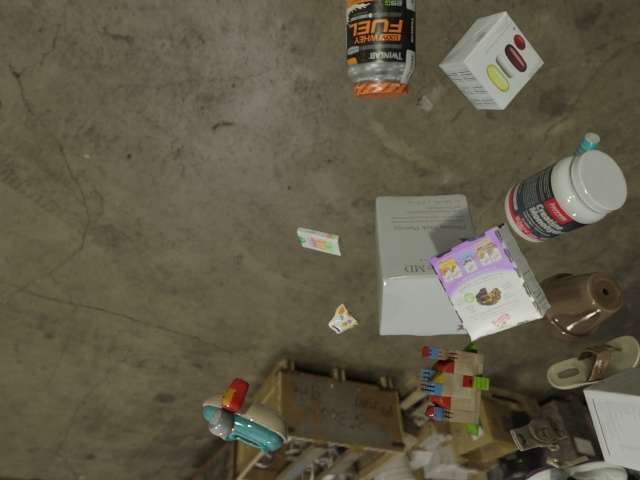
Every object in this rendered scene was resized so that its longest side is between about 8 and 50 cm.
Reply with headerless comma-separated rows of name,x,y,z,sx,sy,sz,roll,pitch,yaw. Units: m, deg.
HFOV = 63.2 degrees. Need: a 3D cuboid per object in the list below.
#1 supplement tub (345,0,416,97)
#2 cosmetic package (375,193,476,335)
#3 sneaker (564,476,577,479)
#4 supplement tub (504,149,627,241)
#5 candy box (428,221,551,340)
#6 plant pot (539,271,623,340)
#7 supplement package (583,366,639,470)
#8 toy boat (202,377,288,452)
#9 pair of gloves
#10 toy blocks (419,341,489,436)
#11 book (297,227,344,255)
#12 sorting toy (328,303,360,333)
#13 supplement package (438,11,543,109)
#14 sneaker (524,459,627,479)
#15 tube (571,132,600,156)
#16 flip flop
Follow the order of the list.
supplement tub,0.165,-0.558,1.427,0.194,0.193,0.315,-3,99,-2
cosmetic package,0.363,0.086,1.837,0.330,0.393,0.327,-2,136,3
sneaker,0.627,0.668,1.251,0.067,0.188,0.078,26,137,-14
supplement tub,0.671,-0.118,1.447,0.191,0.191,0.272,13,158,-19
candy box,0.346,0.087,1.073,0.165,0.196,0.070,-31,173,38
plant pot,0.973,0.222,1.929,0.263,0.262,0.229,6,157,-12
supplement package,0.585,0.294,0.833,0.134,0.138,0.244,-14,177,-23
toy boat,-0.230,0.499,1.444,0.268,0.148,0.318,17,149,15
pair of gloves,0.767,0.712,1.727,0.204,0.240,0.042,-14,143,-23
toy blocks,0.536,0.602,2.177,0.261,0.381,0.191,12,167,-19
book,0.000,0.000,1.755,0.144,0.035,0.096,12,153,19
sorting toy,0.067,0.242,1.533,0.075,0.044,0.083,-39,119,13
supplement package,0.517,-0.537,1.581,0.203,0.149,0.194,40,91,-22
sneaker,0.713,0.692,1.423,0.305,0.152,0.114,-3,140,-14
tube,0.963,-0.307,1.929,0.052,0.080,0.207,-7,145,-6
flip flop,0.795,0.359,1.525,0.277,0.112,0.080,-29,137,29
